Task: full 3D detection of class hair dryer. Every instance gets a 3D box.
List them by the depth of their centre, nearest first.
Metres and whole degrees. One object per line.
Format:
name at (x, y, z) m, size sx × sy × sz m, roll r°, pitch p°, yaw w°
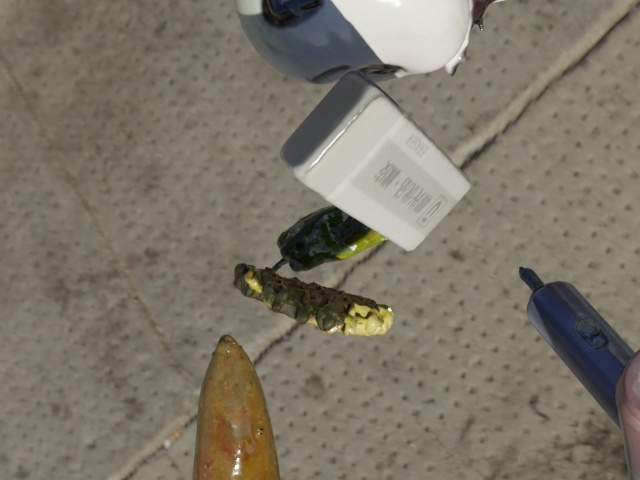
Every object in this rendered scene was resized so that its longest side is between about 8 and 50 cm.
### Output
hair dryer at (0.083, 0.036, 0.355) m, size 0.037 × 0.063 × 0.114 m, roll -26°, pitch 38°, yaw -7°

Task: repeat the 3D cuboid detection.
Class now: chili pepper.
chili pepper at (-0.001, -0.001, 1.616) m, size 0.204 × 0.073 × 0.072 m, roll -20°, pitch 106°, yaw 9°

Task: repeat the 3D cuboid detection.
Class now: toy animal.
toy animal at (0.063, -0.271, 1.158) m, size 0.310 × 0.251 × 0.251 m, roll -32°, pitch 58°, yaw -12°

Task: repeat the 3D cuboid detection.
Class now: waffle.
waffle at (-0.011, 0.071, 1.543) m, size 0.192 × 0.161 × 0.046 m, roll 21°, pitch 99°, yaw 22°

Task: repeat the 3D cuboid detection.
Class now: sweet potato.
sweet potato at (-0.042, 0.238, 1.057) m, size 0.108 × 0.346 × 0.079 m, roll -30°, pitch 30°, yaw -7°

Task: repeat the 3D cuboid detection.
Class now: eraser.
eraser at (0.051, -0.056, 1.009) m, size 0.061 × 0.352 × 0.089 m, roll 43°, pitch 96°, yaw 20°
